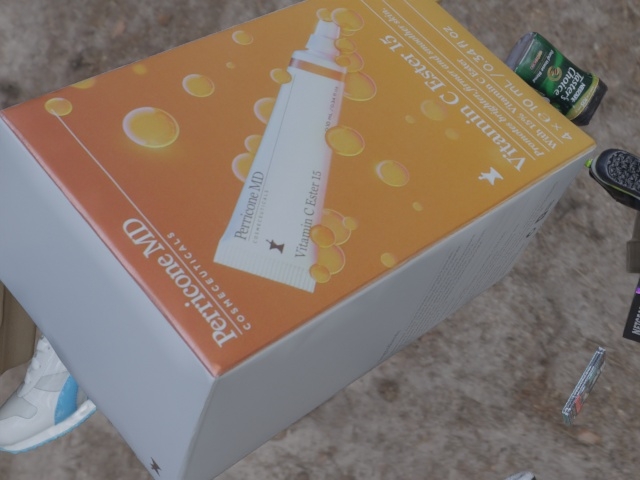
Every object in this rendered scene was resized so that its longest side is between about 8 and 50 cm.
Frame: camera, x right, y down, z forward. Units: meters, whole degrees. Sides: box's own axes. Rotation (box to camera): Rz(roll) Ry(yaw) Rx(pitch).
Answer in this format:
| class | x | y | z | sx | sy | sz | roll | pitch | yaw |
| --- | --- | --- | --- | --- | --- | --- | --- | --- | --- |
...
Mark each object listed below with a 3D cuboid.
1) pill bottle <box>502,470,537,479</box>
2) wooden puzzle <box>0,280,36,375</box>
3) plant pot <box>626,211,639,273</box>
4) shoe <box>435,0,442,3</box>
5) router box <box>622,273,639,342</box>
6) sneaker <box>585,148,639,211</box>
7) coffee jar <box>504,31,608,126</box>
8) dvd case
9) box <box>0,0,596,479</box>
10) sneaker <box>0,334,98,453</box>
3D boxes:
| class | x | y | z | sx | sy | sz | roll | pitch | yaw |
| --- | --- | --- | --- | --- | --- | --- | --- | --- | --- |
| pill bottle | 0.383 | 0.521 | 1.765 | 0.103 | 0.103 | 0.184 | -32 | 81 | 19 |
| wooden puzzle | -0.320 | 0.102 | 0.790 | 0.044 | 0.238 | 0.221 | 29 | 134 | 9 |
| plant pot | 0.735 | -0.084 | 1.824 | 0.323 | 0.323 | 0.280 | -3 | 90 | 30 |
| shoe | 0.147 | -0.474 | 1.821 | 0.077 | 0.058 | 0.219 | -33 | 35 | -15 |
| router box | 0.553 | 0.077 | 1.627 | 0.046 | 0.179 | 0.133 | 17 | 65 | 19 |
| sneaker | 0.570 | -0.090 | 1.706 | 0.235 | 0.097 | 0.084 | 34 | 81 | -5 |
| coffee jar | 0.419 | -0.283 | 1.731 | 0.096 | 0.184 | 0.079 | -61 | 17 | -4 |
| dvd case | 0.416 | 0.231 | 1.533 | 0.013 | 0.087 | 0.119 | 29 | 81 | 25 |
| box | -0.017 | -0.022 | 0.677 | 0.215 | 0.345 | 0.168 | 47 | 144 | 19 |
| sneaker | -0.197 | 0.084 | 0.809 | 0.229 | 0.092 | 0.087 | -41 | 17 | 7 |
